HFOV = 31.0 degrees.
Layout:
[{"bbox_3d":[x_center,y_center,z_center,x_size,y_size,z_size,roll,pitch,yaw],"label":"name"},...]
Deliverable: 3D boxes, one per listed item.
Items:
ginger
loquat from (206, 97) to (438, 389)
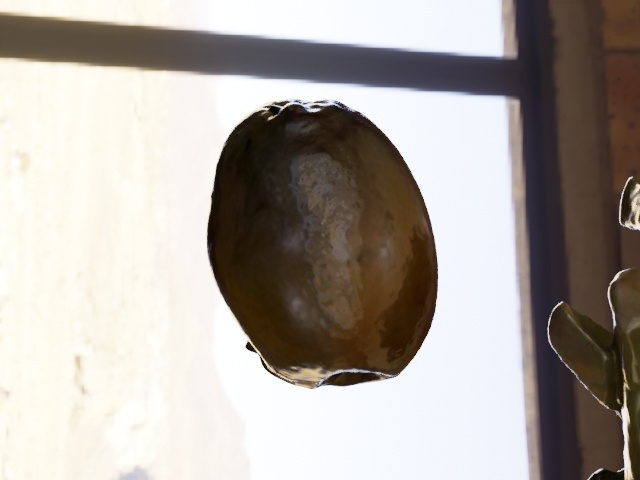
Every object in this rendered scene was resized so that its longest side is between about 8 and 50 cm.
[{"bbox_3d":[0.284,0.121,0.948,0.413,0.211,0.358,-57,155,-22],"label":"ginger"},{"bbox_3d":[0.000,0.000,0.875,0.179,0.179,0.228,118,-42,-73],"label":"loquat"}]
